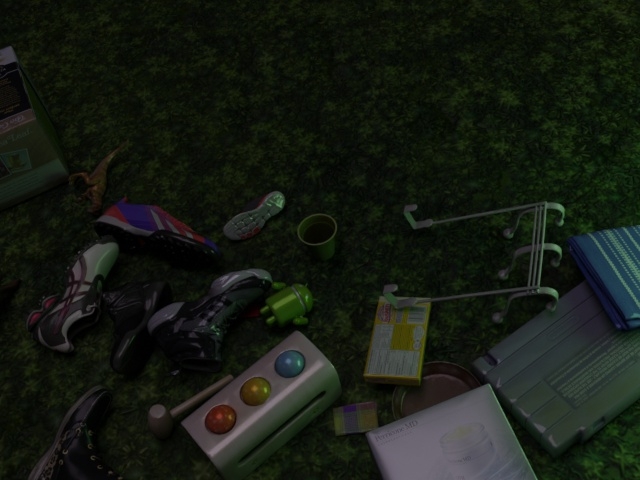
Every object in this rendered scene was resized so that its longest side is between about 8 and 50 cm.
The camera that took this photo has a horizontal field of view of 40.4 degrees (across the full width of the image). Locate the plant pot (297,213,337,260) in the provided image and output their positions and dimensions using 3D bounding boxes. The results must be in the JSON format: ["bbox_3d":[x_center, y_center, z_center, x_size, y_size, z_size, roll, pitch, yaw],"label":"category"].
[{"bbox_3d":[0.000,0.000,1.824,0.083,0.079,0.083,-7,52,8],"label":"plant pot"}]

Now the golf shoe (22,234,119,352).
[{"bbox_3d":[-0.498,0.116,1.843,0.120,0.105,0.273,28,71,19],"label":"golf shoe"}]

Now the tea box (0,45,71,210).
[{"bbox_3d":[-0.829,-0.249,2.117,0.328,0.220,0.324,-24,50,-6],"label":"tea box"}]

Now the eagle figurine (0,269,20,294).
[{"bbox_3d":[-0.836,0.123,1.851,0.298,0.226,0.225,2,73,8],"label":"eagle figurine"}]

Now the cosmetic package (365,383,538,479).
[{"bbox_3d":[0.219,0.389,1.412,0.224,0.138,0.225,-21,58,-4],"label":"cosmetic package"}]

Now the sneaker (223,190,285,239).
[{"bbox_3d":[-0.151,-0.056,1.930,0.157,0.061,0.065,-33,26,-15],"label":"sneaker"}]

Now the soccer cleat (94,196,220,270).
[{"bbox_3d":[-0.345,-0.023,1.908,0.318,0.109,0.116,13,52,25],"label":"soccer cleat"}]

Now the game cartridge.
[{"bbox_3d":[0.480,0.210,1.566,0.355,0.068,0.230,-33,56,-13],"label":"game cartridge"}]

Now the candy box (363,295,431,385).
[{"bbox_3d":[0.149,0.187,1.655,0.105,0.027,0.206,0,42,16],"label":"candy box"}]

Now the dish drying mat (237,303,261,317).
[{"bbox_3d":[-0.164,0.146,1.792,0.083,0.008,0.032,-3,53,11],"label":"dish drying mat"}]

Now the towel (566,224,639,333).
[{"bbox_3d":[0.654,0.056,1.615,0.335,0.040,0.243,-8,44,-11],"label":"towel"}]

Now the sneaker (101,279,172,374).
[{"bbox_3d":[-0.400,0.174,1.776,0.130,0.087,0.228,2,50,17],"label":"sneaker"}]

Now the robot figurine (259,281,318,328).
[{"bbox_3d":[-0.065,0.130,1.743,0.115,0.067,0.101,-29,70,-11],"label":"robot figurine"}]

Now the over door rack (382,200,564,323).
[{"bbox_3d":[0.308,0.040,1.704,0.324,0.108,0.240,-1,47,21],"label":"over door rack"}]

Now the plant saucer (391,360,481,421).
[{"bbox_3d":[0.214,0.298,1.573,0.168,0.029,0.169,-6,51,7],"label":"plant saucer"}]

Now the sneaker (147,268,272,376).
[{"bbox_3d":[-0.199,0.170,1.722,0.268,0.101,0.153,-26,59,-3],"label":"sneaker"}]

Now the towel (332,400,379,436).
[{"bbox_3d":[0.066,0.328,1.596,0.083,0.009,0.060,-10,52,5],"label":"towel"}]

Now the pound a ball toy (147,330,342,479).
[{"bbox_3d":[-0.150,0.288,1.595,0.319,0.136,0.208,-37,54,-17],"label":"pound a ball toy"}]

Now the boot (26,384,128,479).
[{"bbox_3d":[-0.410,0.401,1.599,0.178,0.085,0.236,20,66,24],"label":"boot"}]

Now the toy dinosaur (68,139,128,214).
[{"bbox_3d":[-0.537,-0.146,2.085,0.112,0.064,0.212,9,62,-3],"label":"toy dinosaur"}]
